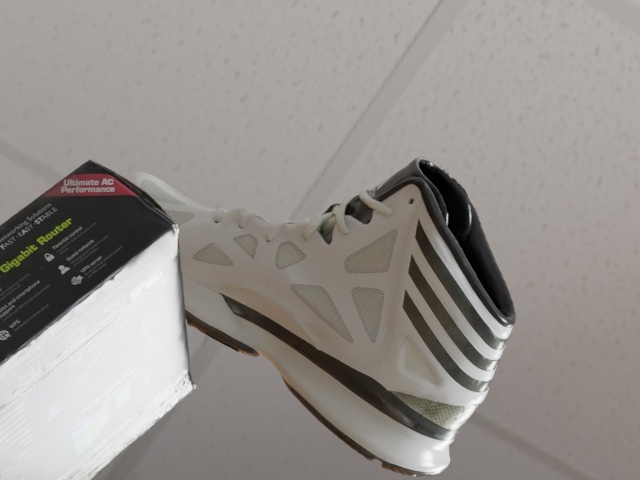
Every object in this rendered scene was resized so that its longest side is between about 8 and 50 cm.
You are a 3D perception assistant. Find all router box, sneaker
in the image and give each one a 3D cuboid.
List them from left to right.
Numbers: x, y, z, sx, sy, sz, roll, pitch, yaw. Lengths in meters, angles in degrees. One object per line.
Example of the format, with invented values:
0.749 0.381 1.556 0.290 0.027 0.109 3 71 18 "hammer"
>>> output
-0.093 0.046 0.401 0.038 0.122 0.092 36 -30 24 "router box"
0.001 0.000 1.353 0.447 0.169 0.257 35 -75 20 "sneaker"
